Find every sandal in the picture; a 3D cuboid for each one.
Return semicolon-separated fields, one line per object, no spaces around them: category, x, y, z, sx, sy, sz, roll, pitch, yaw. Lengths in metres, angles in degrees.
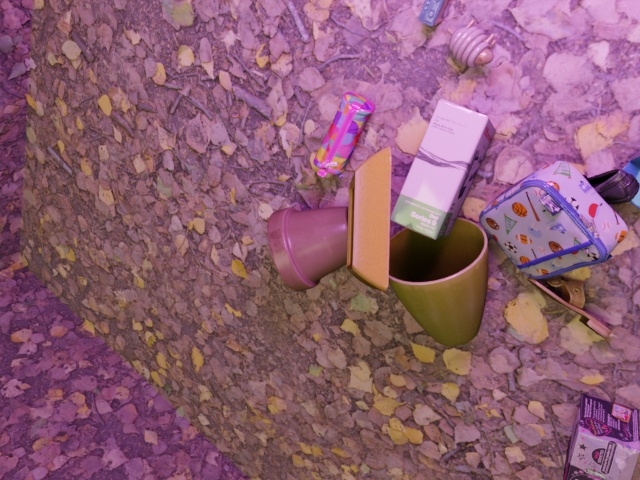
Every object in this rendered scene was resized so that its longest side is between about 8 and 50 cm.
sandal;0.638;0.140;1.249;0.240;0.088;0.079;38;96;3

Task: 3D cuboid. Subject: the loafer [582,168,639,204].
loafer;0.584;-0.113;1.109;0.078;0.076;0.223;44;157;-16

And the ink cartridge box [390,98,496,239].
ink cartridge box;0.292;-0.159;1.172;0.122;0.211;0.288;26;103;20

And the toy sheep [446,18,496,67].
toy sheep;0.341;-0.448;1.139;0.132;0.091;0.091;48;130;22

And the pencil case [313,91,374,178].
pencil case;0.062;-0.289;1.384;0.104;0.104;0.236;36;126;14

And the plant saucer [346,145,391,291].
plant saucer;0.115;-0.042;1.263;0.081;0.333;0.332;3;86;0

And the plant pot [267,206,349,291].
plant pot;0.000;0.000;1.489;0.230;0.263;0.262;-19;101;20

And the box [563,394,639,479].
box;0.735;0.569;1.318;0.142;0.163;0.247;11;117;27

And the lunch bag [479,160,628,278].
lunch bag;0.515;-0.031;1.124;0.243;0.115;0.303;52;164;4

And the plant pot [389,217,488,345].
plant pot;0.330;0.135;1.333;0.275;0.274;0.293;-1;126;33

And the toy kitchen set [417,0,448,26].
toy kitchen set;0.200;-0.607;1.125;0.207;0.122;0.166;33;126;16

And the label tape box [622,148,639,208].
label tape box;0.777;-0.153;0.953;0.249;0.115;0.347;39;126;13
